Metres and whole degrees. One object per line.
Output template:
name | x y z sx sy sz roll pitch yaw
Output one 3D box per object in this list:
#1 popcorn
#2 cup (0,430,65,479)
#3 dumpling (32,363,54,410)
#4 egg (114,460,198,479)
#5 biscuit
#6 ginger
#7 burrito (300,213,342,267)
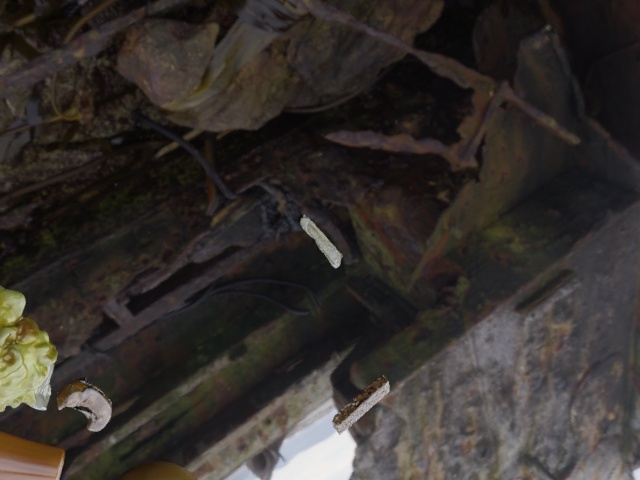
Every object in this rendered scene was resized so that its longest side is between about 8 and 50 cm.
popcorn | -0.622 0.216 1.168 0.181 0.235 0.217 -18 -141 53
cup | -0.852 0.608 1.662 0.264 0.182 0.226 18 -178 -21
dumpling | -0.672 0.287 1.349 0.147 0.193 0.258 -34 133 -18
egg | -0.396 0.693 1.445 0.282 0.282 0.351 -21 125 -34
biscuit | 0.114 0.453 1.680 0.199 0.034 0.064 -37 140 -19
ginger | -0.826 0.579 2.156 0.107 0.133 0.309 5 148 19
burrito | 0.000 0.000 1.729 0.041 0.185 0.045 -46 151 11
